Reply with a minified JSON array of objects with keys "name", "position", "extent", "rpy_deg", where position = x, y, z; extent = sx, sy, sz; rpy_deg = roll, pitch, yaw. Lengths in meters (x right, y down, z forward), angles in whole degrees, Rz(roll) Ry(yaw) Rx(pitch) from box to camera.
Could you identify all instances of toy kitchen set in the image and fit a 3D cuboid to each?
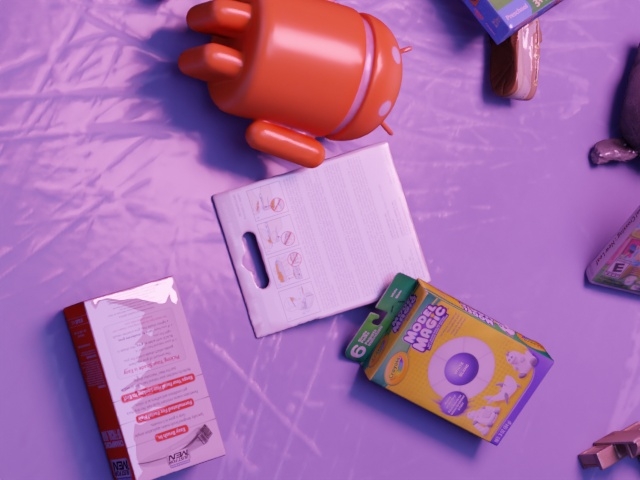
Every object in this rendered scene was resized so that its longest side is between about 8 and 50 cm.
[{"name":"toy kitchen set","position":[0.320,0.227,1.971],"extent":[0.083,0.068,0.075],"rpy_deg":[-24,94,-28]}]

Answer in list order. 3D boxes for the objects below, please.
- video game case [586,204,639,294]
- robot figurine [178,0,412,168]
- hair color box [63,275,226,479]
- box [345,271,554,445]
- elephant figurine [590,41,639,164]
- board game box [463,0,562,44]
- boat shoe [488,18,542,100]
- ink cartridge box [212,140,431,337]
[{"name":"video game case","position":[0.406,-0.003,1.994],"extent":[0.212,0.193,0.023],"rpy_deg":[14,42,-26]},{"name":"robot figurine","position":[-0.017,-0.165,1.819],"extent":[0.219,0.128,0.158],"rpy_deg":[14,44,-26]},{"name":"hair color box","position":[-0.155,0.125,1.744],"extent":[0.093,0.053,0.167],"rpy_deg":[-16,88,-30]},{"name":"box","position":[0.121,0.111,1.873],"extent":[0.179,0.043,0.105],"rpy_deg":[28,102,-19]},{"name":"elephant figurine","position":[0.421,-0.150,1.978],"extent":[0.169,0.239,0.186],"rpy_deg":[12,86,-30]},{"name":"board game box","position":[0.171,-0.319,1.966],"extent":[0.160,0.039,0.211],"rpy_deg":[-35,82,-28]},{"name":"boat shoe","position":[0.199,-0.204,1.990],"extent":[0.045,0.050,0.135],"rpy_deg":[20,71,-41]},{"name":"ink cartridge box","position":[0.000,0.000,1.864],"extent":[0.179,0.045,0.145],"rpy_deg":[-18,91,-11]}]
